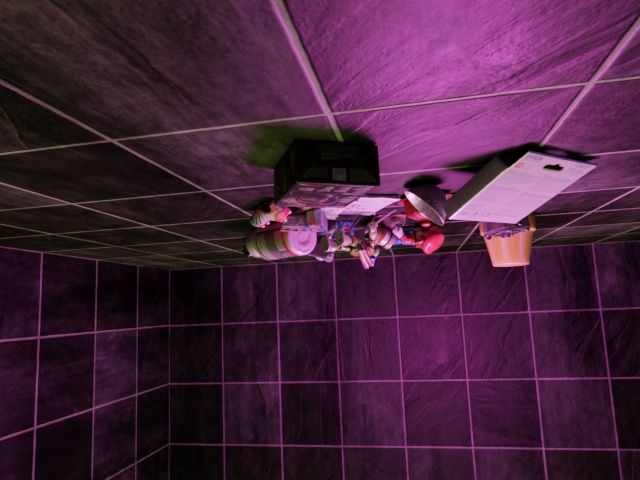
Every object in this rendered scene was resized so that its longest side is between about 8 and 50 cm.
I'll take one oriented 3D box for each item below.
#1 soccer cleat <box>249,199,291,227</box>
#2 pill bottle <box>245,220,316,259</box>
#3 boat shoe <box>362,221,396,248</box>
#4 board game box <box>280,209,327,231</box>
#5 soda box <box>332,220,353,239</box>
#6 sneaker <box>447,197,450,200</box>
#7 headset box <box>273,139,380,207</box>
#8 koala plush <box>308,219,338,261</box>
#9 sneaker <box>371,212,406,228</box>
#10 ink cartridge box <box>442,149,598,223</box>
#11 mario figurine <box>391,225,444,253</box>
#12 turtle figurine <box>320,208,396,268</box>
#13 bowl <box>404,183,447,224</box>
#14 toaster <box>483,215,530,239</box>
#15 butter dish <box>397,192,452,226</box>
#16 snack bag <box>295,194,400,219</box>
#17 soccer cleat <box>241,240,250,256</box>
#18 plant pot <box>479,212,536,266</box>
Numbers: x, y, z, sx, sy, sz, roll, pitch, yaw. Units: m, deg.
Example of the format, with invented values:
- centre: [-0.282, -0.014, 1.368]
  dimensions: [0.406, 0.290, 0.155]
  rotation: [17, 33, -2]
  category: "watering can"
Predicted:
- centre: [-0.208, -0.107, 1.796]
  dimensions: [0.095, 0.083, 0.248]
  rotation: [40, 155, -29]
  category: "soccer cleat"
- centre: [-0.185, -0.006, 2.103]
  dimensions: [0.319, 0.176, 0.176]
  rotation: [-10, 169, 44]
  category: "pill bottle"
- centre: [0.254, -0.041, 2.222]
  dimensions: [0.103, 0.113, 0.302]
  rotation: [31, 179, -15]
  category: "boat shoe"
- centre: [-0.057, -0.075, 1.832]
  dimensions: [0.194, 0.060, 0.194]
  rotation: [1, 171, -7]
  category: "board game box"
- centre: [0.107, -0.045, 2.307]
  dimensions: [0.071, 0.067, 0.210]
  rotation: [-1, 173, -8]
  category: "soda box"
- centre: [0.562, -0.140, 1.712]
  dimensions: [0.232, 0.090, 0.115]
  rotation: [-10, 165, 39]
  category: "sneaker"
- centre: [0.001, -0.164, 1.272]
  dimensions: [0.218, 0.110, 0.293]
  rotation: [0, 171, -16]
  category: "headset box"
- centre: [0.000, 0.000, 2.233]
  dimensions: [0.203, 0.196, 0.221]
  rotation: [7, 176, 19]
  category: "koala plush"
- centre: [0.304, -0.081, 2.113]
  dimensions: [0.158, 0.064, 0.061]
  rotation: [-6, 171, 24]
  category: "sneaker"
- centre: [0.596, -0.168, 1.436]
  dimensions: [0.324, 0.071, 0.330]
  rotation: [3, 147, -31]
  category: "ink cartridge box"
- centre: [0.483, -0.038, 2.434]
  dimensions: [0.321, 0.170, 0.198]
  rotation: [4, -146, 40]
  category: "mario figurine"
- centre: [0.139, -0.030, 1.991]
  dimensions: [0.266, 0.274, 0.198]
  rotation: [4, -167, -42]
  category: "turtle figurine"
- centre: [0.373, -0.136, 1.593]
  dimensions: [0.080, 0.170, 0.170]
  rotation: [-47, 169, 0]
  category: "bowl"
- centre: [0.729, -0.090, 1.890]
  dimensions: [0.129, 0.146, 0.227]
  rotation: [0, 171, -9]
  category: "toaster"
- centre: [0.384, -0.110, 1.743]
  dimensions: [0.160, 0.118, 0.160]
  rotation: [0, 171, -15]
  category: "butter dish"
- centre: [0.093, -0.127, 1.833]
  dimensions: [0.343, 0.037, 0.323]
  rotation: [0, 171, -15]
  category: "snack bag"
- centre: [-0.323, 0.016, 2.558]
  dimensions: [0.116, 0.108, 0.318]
  rotation: [-21, -179, -31]
  category: "soccer cleat"
- centre: [0.896, 0.001, 2.263]
  dimensions: [0.254, 0.239, 0.254]
  rotation: [-2, 173, 0]
  category: "plant pot"
